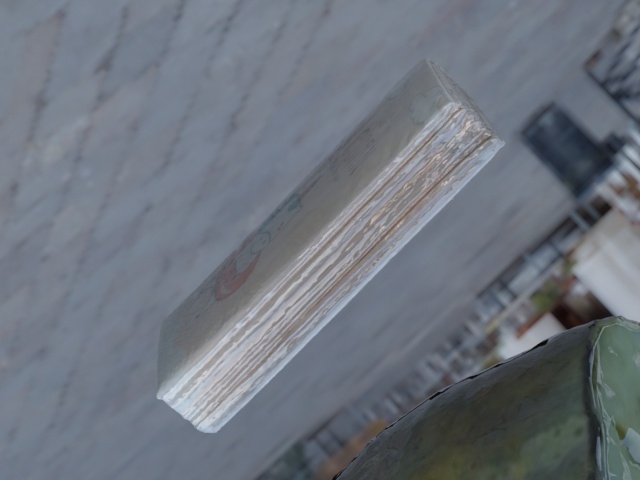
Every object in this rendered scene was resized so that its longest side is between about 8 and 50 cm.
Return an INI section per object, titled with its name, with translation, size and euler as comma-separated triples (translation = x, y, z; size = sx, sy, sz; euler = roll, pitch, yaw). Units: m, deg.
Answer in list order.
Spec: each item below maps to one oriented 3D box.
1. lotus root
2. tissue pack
[lotus root]
translation = 0.099, 0.171, 0.738
size = 0.260, 0.267, 0.149
euler = -34, -146, 32
[tissue pack]
translation = 0.000, 0.000, 1.332
size = 0.325, 0.071, 0.170
euler = -46, -166, 11
